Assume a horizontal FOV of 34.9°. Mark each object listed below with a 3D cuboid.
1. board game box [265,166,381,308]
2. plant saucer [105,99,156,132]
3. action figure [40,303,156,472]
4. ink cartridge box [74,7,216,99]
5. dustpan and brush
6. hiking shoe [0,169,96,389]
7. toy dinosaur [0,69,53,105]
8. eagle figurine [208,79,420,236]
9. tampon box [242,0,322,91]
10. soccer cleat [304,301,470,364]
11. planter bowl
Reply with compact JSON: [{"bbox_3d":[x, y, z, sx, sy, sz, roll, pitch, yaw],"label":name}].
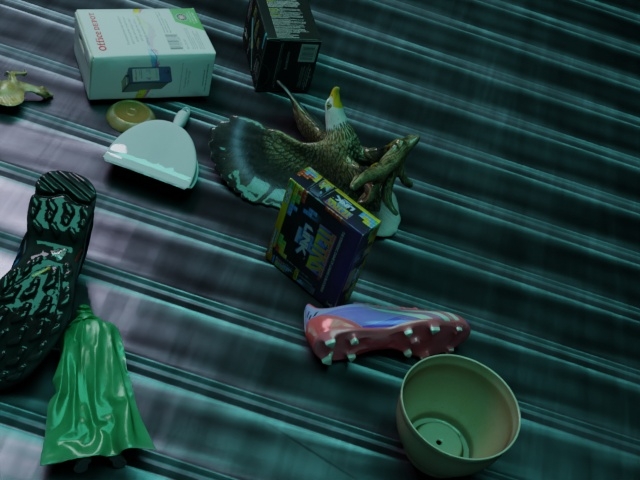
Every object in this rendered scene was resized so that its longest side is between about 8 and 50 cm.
[{"bbox_3d":[0.000,0.000,1.486,0.141,0.170,0.048,39,47,20],"label":"board game box"},{"bbox_3d":[-0.315,-0.210,1.694,0.083,0.015,0.083,9,46,-10],"label":"plant saucer"},{"bbox_3d":[-0.292,0.179,1.300,0.137,0.063,0.232,-2,52,-17],"label":"action figure"},{"bbox_3d":[-0.305,-0.323,1.745,0.212,0.093,0.154,-5,44,-24],"label":"ink cartridge box"},{"bbox_3d":[-0.249,-0.162,1.651,0.147,0.060,0.211,20,52,0],"label":"dustpan and brush"},{"bbox_3d":[-0.367,0.062,1.356,0.113,0.132,0.304,19,68,-1],"label":"hiking shoe"},{"bbox_3d":[-0.522,-0.242,1.632,0.183,0.053,0.092,-23,59,-33],"label":"toy dinosaur"},{"bbox_3d":[0.005,-0.144,1.647,0.298,0.225,0.226,11,-8,34],"label":"eagle figurine"},{"bbox_3d":[-0.073,-0.365,1.843,0.102,0.120,0.161,0,48,-17],"label":"tampon box"},{"bbox_3d":[0.097,0.121,1.470,0.248,0.083,0.095,-4,45,-17],"label":"soccer cleat"},{"bbox_3d":[0.170,0.247,1.349,0.162,0.109,0.162,9,47,-9],"label":"planter bowl"}]
